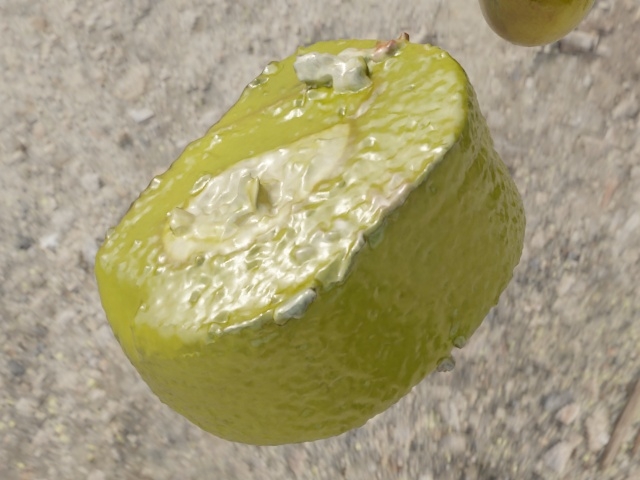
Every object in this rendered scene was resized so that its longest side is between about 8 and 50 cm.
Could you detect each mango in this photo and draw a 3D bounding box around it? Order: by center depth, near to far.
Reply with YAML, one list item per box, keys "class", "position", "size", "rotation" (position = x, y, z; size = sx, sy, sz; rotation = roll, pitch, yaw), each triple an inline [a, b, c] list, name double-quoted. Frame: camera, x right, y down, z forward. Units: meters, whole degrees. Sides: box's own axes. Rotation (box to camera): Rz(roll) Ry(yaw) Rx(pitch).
- class: "mango"
  position: [0.160, -0.211, 0.933]
  size: [0.076, 0.161, 0.103]
  rotation: [-17, 57, -19]

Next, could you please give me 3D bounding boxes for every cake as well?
- class: "cake"
  position: [0.000, 0.000, 0.789]
  size: [0.179, 0.156, 0.260]
  rotation: [16, 58, 46]
